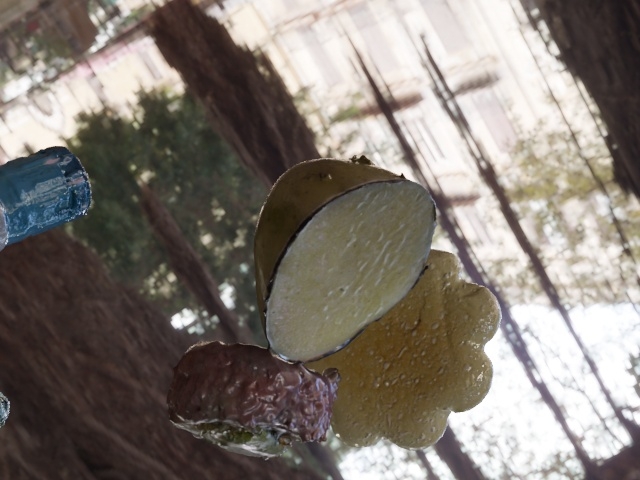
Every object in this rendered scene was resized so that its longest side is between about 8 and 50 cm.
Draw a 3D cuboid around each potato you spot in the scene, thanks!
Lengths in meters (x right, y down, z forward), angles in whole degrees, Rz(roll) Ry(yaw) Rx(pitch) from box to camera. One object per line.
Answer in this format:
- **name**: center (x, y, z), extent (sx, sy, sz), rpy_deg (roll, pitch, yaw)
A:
- **potato**: center (0.000, 0.000, 0.938), extent (0.182, 0.202, 0.117), rpy_deg (-18, -133, -31)

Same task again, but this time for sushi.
- **sushi**: center (-0.097, 0.169, 1.081), extent (0.241, 0.161, 0.107), rpy_deg (-9, -117, 50)

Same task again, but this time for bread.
- **bread**: center (0.096, 0.137, 1.152), extent (0.251, 0.182, 0.039), rpy_deg (-43, 161, 15)

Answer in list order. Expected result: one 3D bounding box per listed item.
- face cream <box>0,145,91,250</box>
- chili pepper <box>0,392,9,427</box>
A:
- **face cream**: center (-0.306, 0.010, 0.687), extent (0.080, 0.163, 0.337), rpy_deg (0, -161, 43)
- **chili pepper**: center (-0.538, 0.248, 1.560), extent (0.073, 0.182, 0.050), rpy_deg (-29, -124, 11)
